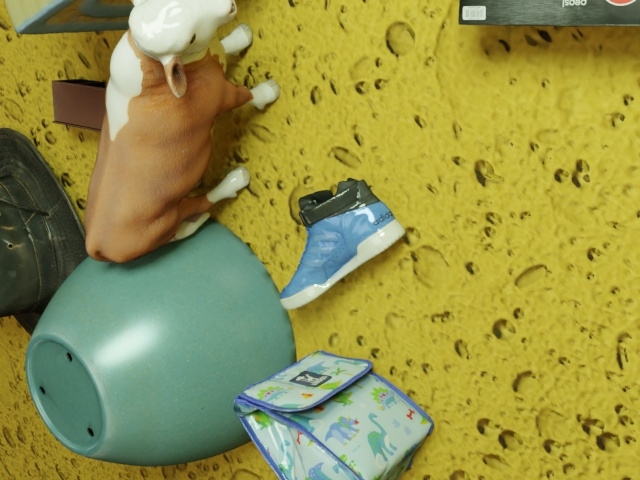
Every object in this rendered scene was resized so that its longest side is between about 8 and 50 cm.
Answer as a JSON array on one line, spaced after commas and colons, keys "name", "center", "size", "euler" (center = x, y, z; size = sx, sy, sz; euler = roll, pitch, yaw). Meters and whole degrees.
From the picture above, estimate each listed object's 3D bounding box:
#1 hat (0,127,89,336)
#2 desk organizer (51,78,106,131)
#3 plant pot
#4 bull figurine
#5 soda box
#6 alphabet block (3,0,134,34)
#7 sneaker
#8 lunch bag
[{"name": "hat", "center": [-0.450, 0.018, 1.010], "size": [0.331, 0.134, 0.331], "euler": [13, 112, 34]}, {"name": "desk organizer", "center": [-0.253, -0.155, 0.853], "size": [0.130, 0.047, 0.050], "euler": [15, 111, 34]}, {"name": "plant pot", "center": [-0.199, 0.130, 0.810], "size": [0.290, 0.195, 0.290], "euler": [13, 113, 34]}, {"name": "bull figurine", "center": [-0.132, -0.109, 0.680], "size": [0.101, 0.188, 0.310], "euler": [44, 127, 17]}, {"name": "soda box", "center": [0.181, -0.172, 0.497], "size": [0.169, 0.060, 0.053], "euler": [13, 112, 35]}, {"name": "alphabet block", "center": [-0.176, -0.309, 0.646], "size": [0.193, 0.192, 0.197], "euler": [-13, 96, 38]}, {"name": "sneaker", "center": [0.000, 0.000, 0.697], "size": [0.152, 0.058, 0.084], "euler": [-38, 87, 35]}, {"name": "lunch bag", "center": [0.010, 0.175, 0.705], "size": [0.151, 0.129, 0.096], "euler": [37, 123, 25]}]
